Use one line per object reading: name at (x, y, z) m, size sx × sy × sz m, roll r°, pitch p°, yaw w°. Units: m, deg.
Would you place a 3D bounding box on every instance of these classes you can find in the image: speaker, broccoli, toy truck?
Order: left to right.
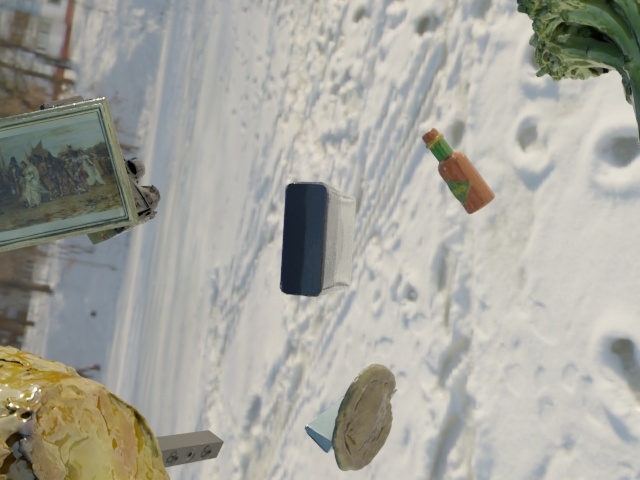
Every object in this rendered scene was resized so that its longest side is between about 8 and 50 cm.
toy truck at (-0.402, -0.127, 1.462) m, size 0.127 × 0.257 × 0.127 m, roll -26°, pitch 5°, yaw 31°
speaker at (-0.257, 0.386, 1.543) m, size 0.046 × 0.191 × 0.040 m, roll 29°, pitch 98°, yaw 29°
broccoli at (0.400, -0.237, 1.063) m, size 0.397 × 0.275 × 0.353 m, roll 68°, pitch -152°, yaw -11°

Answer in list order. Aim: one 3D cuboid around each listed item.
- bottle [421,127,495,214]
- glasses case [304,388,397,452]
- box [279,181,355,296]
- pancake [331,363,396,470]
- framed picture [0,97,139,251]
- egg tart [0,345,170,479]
bottle at (0.269, -0.142, 1.657) m, size 0.069 × 0.187 × 0.069 m, roll -37°, pitch 0°, yaw 0°
glasses case at (0.085, 0.466, 2.232) m, size 0.105 × 0.266 × 0.056 m, roll 23°, pitch 130°, yaw 37°
box at (0.000, 0.000, 1.302) m, size 0.259 × 0.071 × 0.168 m, roll 2°, pitch -88°, yaw -80°
pancake at (0.098, 0.374, 1.743) m, size 0.042 × 0.222 × 0.236 m, roll 19°, pitch 99°, yaw 33°
framed picture at (-0.446, -0.098, 1.322) m, size 0.017 × 0.274 × 0.217 m, roll -105°, pitch 1°, yaw -73°
egg tart at (-0.228, 0.231, 0.729) m, size 0.341 × 0.129 × 0.341 m, roll 58°, pitch -163°, yaw -30°
